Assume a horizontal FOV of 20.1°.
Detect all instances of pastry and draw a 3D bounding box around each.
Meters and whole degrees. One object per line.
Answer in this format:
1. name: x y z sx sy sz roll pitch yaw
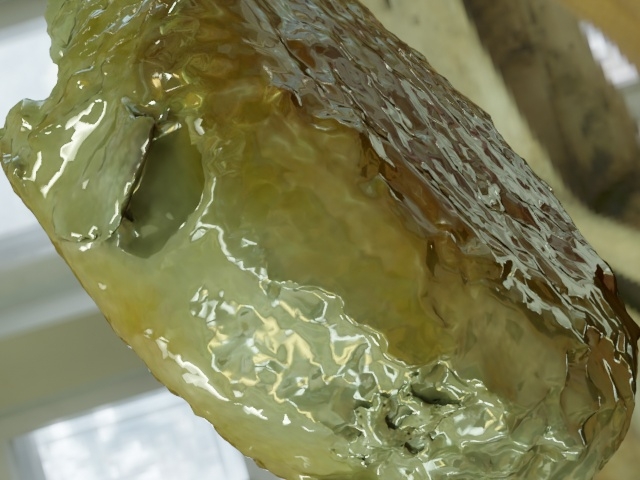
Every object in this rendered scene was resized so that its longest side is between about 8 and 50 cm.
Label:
1. pastry: 0.001 -0.001 0.628 0.236 0.121 0.257 37 -162 -27
